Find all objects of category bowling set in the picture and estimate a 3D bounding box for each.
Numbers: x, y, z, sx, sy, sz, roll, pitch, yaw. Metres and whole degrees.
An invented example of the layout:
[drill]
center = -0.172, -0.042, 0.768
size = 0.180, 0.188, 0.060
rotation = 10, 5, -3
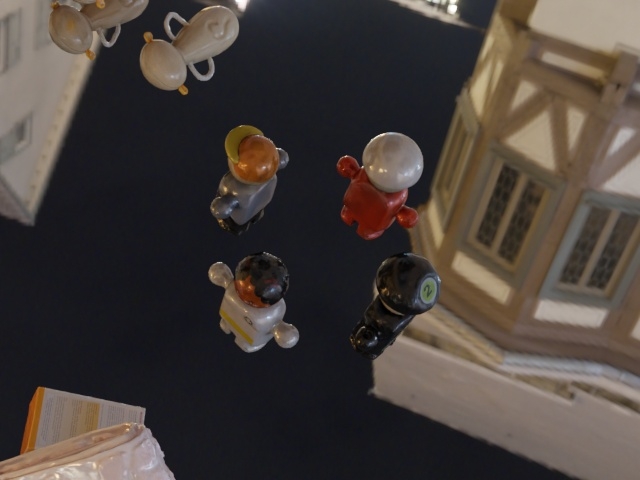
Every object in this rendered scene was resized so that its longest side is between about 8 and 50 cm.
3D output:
[bowling set]
center = -0.234, -0.251, 0.926
size = 0.287, 0.200, 0.154
rotation = 57, -135, -17

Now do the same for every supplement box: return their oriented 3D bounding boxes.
[supplement box]
center = -0.206, 0.171, 0.842
size = 0.098, 0.036, 0.062
rotation = 17, -135, -20

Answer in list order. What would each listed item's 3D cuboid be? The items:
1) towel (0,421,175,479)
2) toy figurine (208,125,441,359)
[towel]
center = -0.211, 0.332, 0.816
size = 0.317, 0.331, 0.053
rotation = -18, -165, 19
[toy figurine]
center = 0.000, 0.000, 0.915
size = 0.210, 0.148, 0.213
rotation = 5, -119, -11
